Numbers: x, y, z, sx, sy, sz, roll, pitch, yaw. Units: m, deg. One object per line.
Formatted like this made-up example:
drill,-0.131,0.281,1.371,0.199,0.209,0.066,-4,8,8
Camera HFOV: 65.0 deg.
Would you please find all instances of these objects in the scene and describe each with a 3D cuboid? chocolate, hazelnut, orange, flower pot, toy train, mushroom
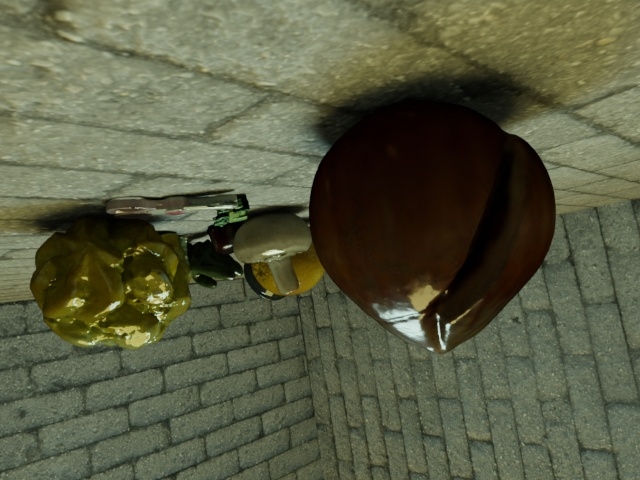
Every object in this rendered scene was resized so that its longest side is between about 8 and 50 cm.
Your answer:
chocolate,-0.250,-0.001,1.407,0.125,0.080,0.149,-6,172,-19
hazelnut,0.172,-0.025,0.755,0.359,0.359,0.409,-12,-178,24
orange,-0.092,0.058,1.514,0.236,0.236,0.236,-9,174,-1
flower pot,-0.185,0.119,2.108,0.235,0.235,0.148,-3,153,-45
toy train,-0.194,-0.063,1.075,0.081,0.050,0.122,-12,174,-14
mushroom,-0.115,0.034,1.307,0.207,0.215,0.207,-17,180,0

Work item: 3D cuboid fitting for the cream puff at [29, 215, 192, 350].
cream puff,-0.415,0.058,1.057,0.324,0.291,0.257,11,134,-31

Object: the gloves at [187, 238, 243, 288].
gloves,-0.340,0.064,1.478,0.268,0.135,0.107,15,174,35

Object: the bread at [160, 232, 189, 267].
bread,-0.484,0.057,1.395,0.257,0.124,0.186,-11,174,27

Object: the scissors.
scissors,-0.284,-0.067,0.981,0.242,0.030,0.118,-6,174,-9
